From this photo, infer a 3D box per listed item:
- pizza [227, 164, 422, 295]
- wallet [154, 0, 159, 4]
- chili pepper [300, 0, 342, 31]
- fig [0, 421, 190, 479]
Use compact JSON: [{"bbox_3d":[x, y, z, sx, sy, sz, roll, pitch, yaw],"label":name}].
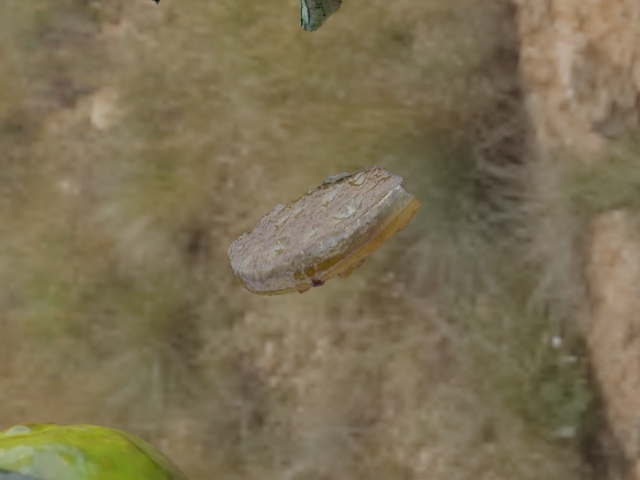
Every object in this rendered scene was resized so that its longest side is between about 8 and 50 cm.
[{"bbox_3d":[0.002,0.001,1.626,0.246,0.058,0.127,-27,30,36],"label":"pizza"},{"bbox_3d":[-0.173,-0.395,2.088,0.122,0.031,0.232,38,106,11],"label":"wallet"},{"bbox_3d":[-0.002,-0.262,1.817,0.088,0.059,0.227,-55,-7,-19],"label":"chili pepper"},{"bbox_3d":[-0.189,0.299,1.426,0.258,0.258,0.326,-33,80,53],"label":"fig"}]
